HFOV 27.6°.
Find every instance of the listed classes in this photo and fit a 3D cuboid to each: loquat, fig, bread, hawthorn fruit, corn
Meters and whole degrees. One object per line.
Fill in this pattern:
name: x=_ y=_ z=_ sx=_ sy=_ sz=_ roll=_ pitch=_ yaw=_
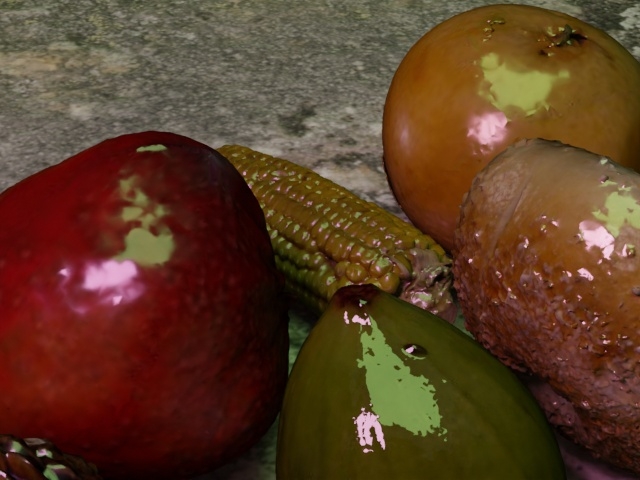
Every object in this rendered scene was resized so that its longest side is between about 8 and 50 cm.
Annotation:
loquat: x=0.179 y=-0.089 z=1.196 sx=0.263 sy=0.263 sz=0.263 roll=-1 pitch=35 yaw=1
fig: x=0.061 y=0.139 z=0.910 sx=0.203 sy=0.225 sz=0.203 roll=-16 pitch=16 yaw=5
bread: x=0.214 y=0.063 z=0.964 sx=0.159 sy=0.305 sz=0.305 roll=-46 pitch=48 yaw=-8
hawthorn fruit: x=-0.172 y=0.066 z=0.994 sx=0.307 sy=0.265 sz=0.265 roll=-14 pitch=37 yaw=-7
corn: x=0.000 y=0.000 z=1.196 sx=0.119 sy=0.119 sz=0.322 roll=-26 pitch=43 yaw=-30

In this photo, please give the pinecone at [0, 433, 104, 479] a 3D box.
pinecone: x=-0.221 y=0.253 z=0.769 sx=0.246 sy=0.246 sz=0.292 roll=18 pitch=55 yaw=25
